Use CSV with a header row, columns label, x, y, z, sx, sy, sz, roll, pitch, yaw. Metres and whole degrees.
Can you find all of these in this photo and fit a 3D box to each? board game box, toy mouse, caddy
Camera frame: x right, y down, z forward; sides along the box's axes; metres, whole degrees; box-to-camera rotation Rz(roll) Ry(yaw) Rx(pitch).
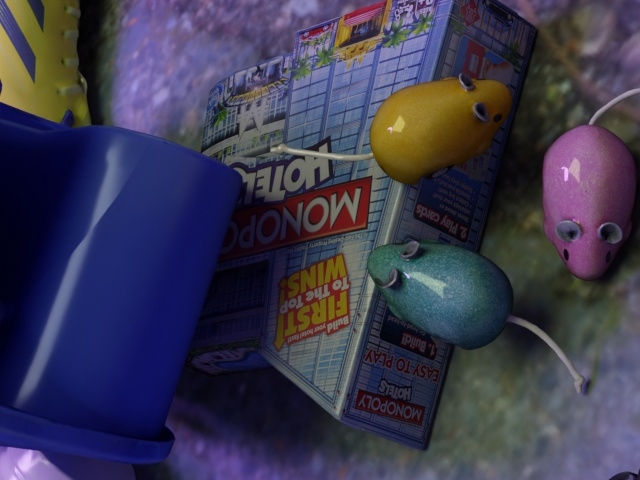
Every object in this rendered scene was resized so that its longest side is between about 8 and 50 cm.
label,x,y,z,sx,sy,sz,roll,pitch,yaw
board game box,0.000,0.000,0.759,0.194,0.060,0.194,-13,62,42
toy mouse,0.075,-0.006,0.665,0.161,0.031,0.143,-21,77,3
caddy,-0.187,0.008,0.753,0.341,0.241,0.179,18,86,61

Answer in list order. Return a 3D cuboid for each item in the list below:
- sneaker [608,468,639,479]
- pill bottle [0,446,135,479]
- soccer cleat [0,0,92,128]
label,x,y,z,sx,sy,sz,roll,pitch,yaw
sneaker,0.159,0.066,0.509,0.295,0.123,0.178,8,83,40
pill bottle,-0.162,0.160,0.835,0.152,0.086,0.086,-52,43,15
soccer cleat,-0.176,-0.089,0.986,0.121,0.093,0.289,9,72,17
